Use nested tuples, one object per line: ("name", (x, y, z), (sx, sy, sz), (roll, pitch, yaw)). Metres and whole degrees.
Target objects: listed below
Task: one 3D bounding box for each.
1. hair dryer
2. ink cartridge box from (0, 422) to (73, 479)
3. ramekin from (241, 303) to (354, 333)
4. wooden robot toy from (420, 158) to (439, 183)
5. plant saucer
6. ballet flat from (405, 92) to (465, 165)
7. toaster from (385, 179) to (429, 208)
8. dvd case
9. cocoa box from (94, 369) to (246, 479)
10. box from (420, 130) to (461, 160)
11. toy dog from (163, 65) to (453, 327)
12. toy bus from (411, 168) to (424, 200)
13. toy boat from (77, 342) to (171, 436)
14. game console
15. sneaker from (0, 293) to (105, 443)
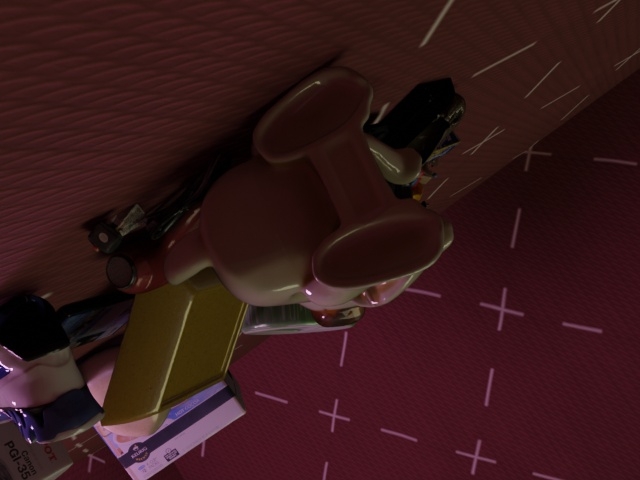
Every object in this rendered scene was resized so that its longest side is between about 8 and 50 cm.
("hair dryer", (-0.209, -0.003, 1.062), (0.223, 0.080, 0.293), (-32, 171, -16))
("ink cartridge box", (-0.604, 0.375, 1.244), (0.283, 0.207, 0.117), (-25, 169, -45))
("ramekin", (-0.055, 0.136, 1.700), (0.303, 0.148, 0.303), (-4, 170, -1))
("wooden robot toy", (0.235, -0.174, 1.850), (0.079, 0.076, 0.173), (6, 158, -14))
("plant saucer", (-0.231, 0.167, 1.342), (0.333, 0.081, 0.333), (-12, 124, -67))
("ballet flat", (0.202, -0.195, 1.467), (0.250, 0.084, 0.058), (-47, -165, 41))
("toaster", (0.101, -0.074, 1.468), (0.227, 0.129, 0.146), (-4, 180, 7))
("dvd case", (-0.412, 0.146, 1.313), (0.180, 0.022, 0.253), (-39, 169, 25))
("cocoa box", (-0.414, 0.437, 1.995), (0.347, 0.228, 0.231), (-33, -166, -6))
("box", (0.234, -0.208, 1.603), (0.169, 0.059, 0.054), (-25, 168, -45))
("toy dog", (0.006, 0.009, 1.081), (0.395, 0.284, 0.408), (-35, 165, 3))
("toy bus", (0.169, -0.110, 1.709), (0.211, 0.149, 0.220), (-53, 169, 14))
("toy boat", (-0.383, 0.311, 1.674), (0.318, 0.148, 0.267), (-22, 127, -6))
("game console", (0.091, -0.187, 1.279), (0.361, 0.044, 0.213), (-24, 165, -49))
("sneaker", (-0.434, 0.167, 1.040), (0.315, 0.182, 0.127), (-3, -170, 39))
